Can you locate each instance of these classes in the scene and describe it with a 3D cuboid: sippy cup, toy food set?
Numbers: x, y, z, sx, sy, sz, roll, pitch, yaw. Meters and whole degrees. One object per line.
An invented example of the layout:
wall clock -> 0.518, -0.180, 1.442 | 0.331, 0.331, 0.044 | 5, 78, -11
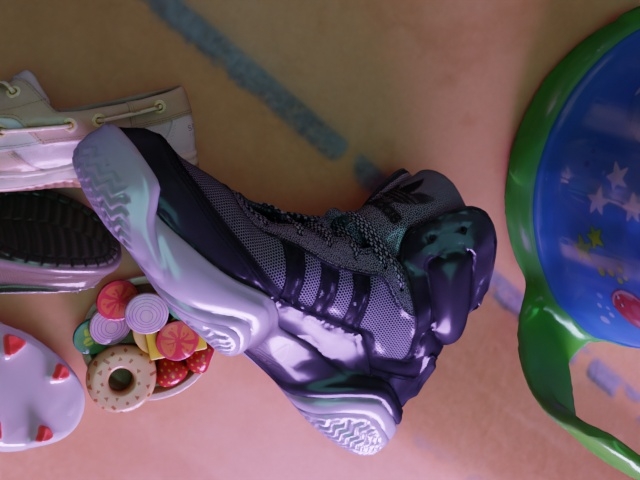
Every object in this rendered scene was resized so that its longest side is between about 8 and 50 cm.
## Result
sippy cup -> 0.260, -0.013, 0.440 | 0.239, 0.224, 0.306 | 2, 105, -16
toy food set -> -0.103, 0.059, 0.464 | 0.083, 0.020, 0.083 | -11, 108, -12

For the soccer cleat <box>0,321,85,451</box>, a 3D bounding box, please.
soccer cleat -> -0.222, 0.068, 0.415 | 0.196, 0.076, 0.068 | 23, 70, -38

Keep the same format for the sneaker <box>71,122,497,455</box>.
sneaker -> 0.000, 0.000, 0.423 | 0.153, 0.101, 0.269 | -46, 130, -6

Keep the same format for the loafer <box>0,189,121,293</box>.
loafer -> -0.182, 0.004, 0.412 | 0.147, 0.056, 0.050 | 7, 140, -25

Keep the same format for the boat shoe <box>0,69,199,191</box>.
boat shoe -> -0.147, -0.058, 0.400 | 0.169, 0.063, 0.059 | -5, 104, -25
